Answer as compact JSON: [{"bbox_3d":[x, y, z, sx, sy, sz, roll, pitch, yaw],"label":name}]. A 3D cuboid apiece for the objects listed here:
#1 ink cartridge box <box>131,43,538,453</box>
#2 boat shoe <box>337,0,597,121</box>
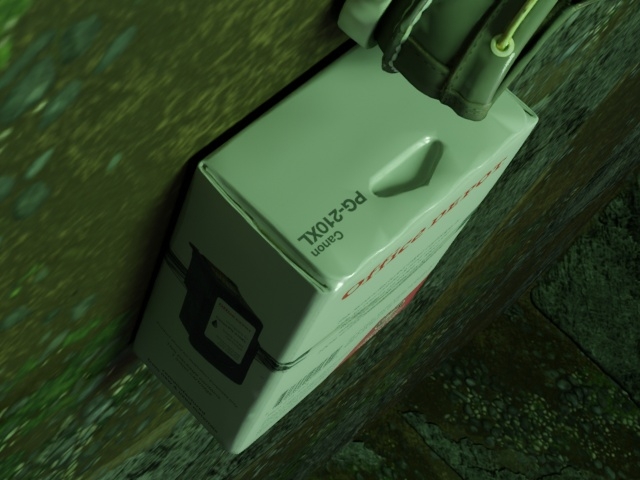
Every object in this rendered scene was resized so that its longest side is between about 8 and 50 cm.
[{"bbox_3d":[0.000,0.000,0.911,0.172,0.100,0.237,-40,169,-29],"label":"ink cartridge box"},{"bbox_3d":[0.139,-0.166,0.842,0.305,0.091,0.109,-39,168,-31],"label":"boat shoe"}]
